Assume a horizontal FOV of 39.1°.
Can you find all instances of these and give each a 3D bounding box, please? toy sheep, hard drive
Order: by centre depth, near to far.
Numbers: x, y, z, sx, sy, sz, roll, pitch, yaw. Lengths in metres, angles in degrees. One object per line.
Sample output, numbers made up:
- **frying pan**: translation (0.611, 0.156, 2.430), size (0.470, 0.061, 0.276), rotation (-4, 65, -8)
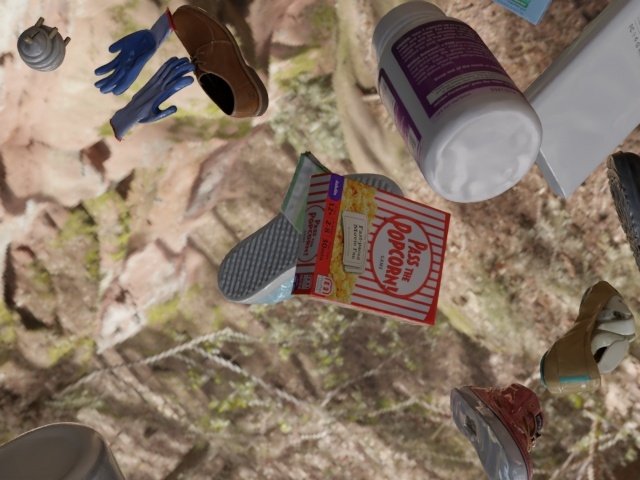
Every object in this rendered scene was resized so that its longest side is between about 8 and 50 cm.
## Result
- **hard drive**: translation (0.491, -0.268, 1.538), size (0.047, 0.353, 0.233), rotation (40, 174, 48)
- **toy sheep**: translation (-0.498, -0.346, 1.608), size (0.091, 0.091, 0.132), rotation (41, -179, 12)

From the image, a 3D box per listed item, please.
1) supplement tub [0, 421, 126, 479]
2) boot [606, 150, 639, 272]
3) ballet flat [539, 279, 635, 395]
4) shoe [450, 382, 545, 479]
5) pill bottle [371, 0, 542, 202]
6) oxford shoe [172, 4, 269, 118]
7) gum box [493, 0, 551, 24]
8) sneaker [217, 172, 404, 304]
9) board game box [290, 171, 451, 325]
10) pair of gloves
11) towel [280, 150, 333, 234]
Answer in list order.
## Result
- **supplement tub**: translation (-0.284, 0.389, 1.048), size (0.193, 0.193, 0.316), rotation (9, 125, 47)
- **boot**: translation (0.851, -0.081, 1.842), size (0.146, 0.445, 0.367), rotation (-70, -41, -77)
- **ballet flat**: translation (0.328, 0.113, 1.045), size (0.073, 0.232, 0.080), rotation (-6, 111, 37)
- **shoe**: translation (0.198, 0.195, 0.925), size (0.178, 0.081, 0.064), rotation (-125, 30, -72)
- **pill bottle**: translation (0.175, -0.207, 1.261), size (0.169, 0.169, 0.302), rotation (86, 167, -46)
- **oxford shoe**: translation (-0.163, -0.266, 1.321), size (0.212, 0.076, 0.076), rotation (52, 131, 15)
- **gum box**: translation (0.421, -0.561, 1.832), size (0.157, 0.041, 0.184), rotation (34, 120, 12)
- **sneaker**: translation (0.000, 0.000, 1.529), size (0.365, 0.150, 0.135), rotation (-26, 71, 25)
- **board game box**: translation (0.065, 0.014, 1.089), size (0.193, 0.147, 0.045), rotation (16, 169, -34)
- **pair of gloves**: translation (-0.249, -0.231, 1.261), size (0.023, 0.159, 0.198), rotation (31, -151, -48)
- **towel**: translation (0.004, -0.047, 1.321), size (0.152, 0.023, 0.113), rotation (45, 126, 36)
